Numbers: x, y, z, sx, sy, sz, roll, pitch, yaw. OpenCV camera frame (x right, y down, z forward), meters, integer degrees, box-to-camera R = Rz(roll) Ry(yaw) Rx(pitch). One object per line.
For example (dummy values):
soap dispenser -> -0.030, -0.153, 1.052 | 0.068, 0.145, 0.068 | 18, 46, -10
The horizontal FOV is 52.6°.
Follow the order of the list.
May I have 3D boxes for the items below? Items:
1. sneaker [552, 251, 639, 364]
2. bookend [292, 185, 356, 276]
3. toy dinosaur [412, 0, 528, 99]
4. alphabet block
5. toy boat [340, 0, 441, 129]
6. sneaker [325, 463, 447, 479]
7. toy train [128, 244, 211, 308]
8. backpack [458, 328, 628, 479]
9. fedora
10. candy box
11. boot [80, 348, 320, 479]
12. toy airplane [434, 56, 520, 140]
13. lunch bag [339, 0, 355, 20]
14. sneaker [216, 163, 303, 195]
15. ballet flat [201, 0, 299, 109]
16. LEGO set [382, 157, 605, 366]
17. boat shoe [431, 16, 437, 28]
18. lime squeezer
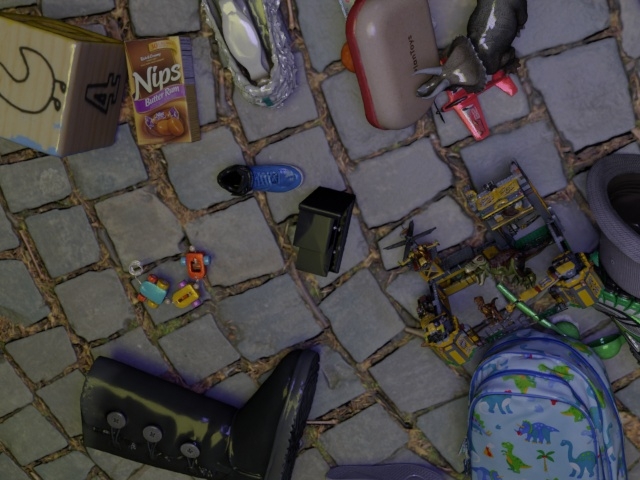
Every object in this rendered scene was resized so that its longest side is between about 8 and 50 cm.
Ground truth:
sneaker -> 0.517, 0.137, 1.034 | 0.343, 0.134, 0.146 | 35, 131, 30
bookend -> 0.000, 0.000, 1.133 | 0.072, 0.157, 0.156 | 15, 107, 8
toy dinosaur -> 0.263, -0.332, 0.967 | 0.121, 0.160, 0.314 | 29, 102, 12
alphabet block -> -0.472, -0.277, 1.141 | 0.192, 0.193, 0.197 | 18, 108, 5
toy boat -> 0.094, -0.292, 1.039 | 0.151, 0.151, 0.231 | 23, 142, 45
sneaker -> 0.140, 0.531, 1.281 | 0.255, 0.094, 0.151 | -6, 98, 24
toy train -> -0.286, 0.071, 1.277 | 0.166, 0.046, 0.125 | -6, 103, 11
backpack -> 0.377, 0.331, 1.104 | 0.290, 0.273, 0.356 | 5, 96, 34
fedora -> 0.514, -0.003, 0.994 | 0.243, 0.276, 0.124 | 0, 133, -10
candy box -> -0.285, -0.270, 1.176 | 0.109, 0.053, 0.187 | -1, 104, 13
boot -> -0.252, 0.318, 1.296 | 0.444, 0.146, 0.367 | 19, 107, 11
toy airplane -> 0.258, -0.249, 1.074 | 0.151, 0.028, 0.151 | 2, 100, 15
lunch bag -> 0.068, -0.399, 1.062 | 0.071, 0.053, 0.083 | -17, 111, 18
sneaker -> -0.111, -0.109, 1.164 | 0.152, 0.084, 0.058 | 7, 107, 10
ballet flat -> -0.141, -0.415, 1.062 | 0.146, 0.147, 0.409 | -19, 100, 17
LEGO set -> 0.255, 0.026, 1.030 | 0.331, 0.255, 0.192 | -26, 126, 29
boat shoe -> 0.154, -0.383, 1.061 | 0.035, 0.035, 0.100 | -39, 91, -8
lime squeezer -> 0.458, 0.148, 1.127 | 0.310, 0.059, 0.110 | 7, 107, 11
